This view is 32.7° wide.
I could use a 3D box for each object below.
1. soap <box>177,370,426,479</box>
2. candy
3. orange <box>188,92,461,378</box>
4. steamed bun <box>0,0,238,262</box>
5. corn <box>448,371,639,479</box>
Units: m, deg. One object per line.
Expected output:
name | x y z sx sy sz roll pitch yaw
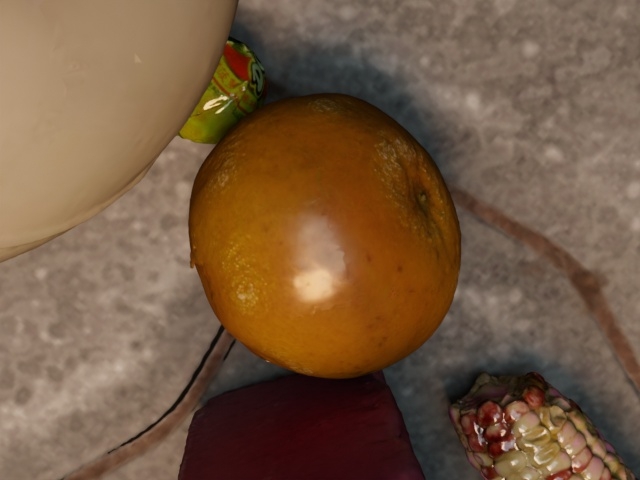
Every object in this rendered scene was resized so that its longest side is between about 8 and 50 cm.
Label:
soap | 0.050 0.258 0.575 0.128 0.233 0.360 -22 100 1
candy | -0.113 -0.046 0.614 0.193 0.062 0.058 -35 144 10
orange | 0.000 0.000 0.576 0.134 0.155 0.155 -28 101 26
steamed bun | -0.202 -0.165 0.448 0.333 0.334 0.374 -29 101 0
corn | 0.182 0.189 0.648 0.092 0.092 0.281 -36 97 1
